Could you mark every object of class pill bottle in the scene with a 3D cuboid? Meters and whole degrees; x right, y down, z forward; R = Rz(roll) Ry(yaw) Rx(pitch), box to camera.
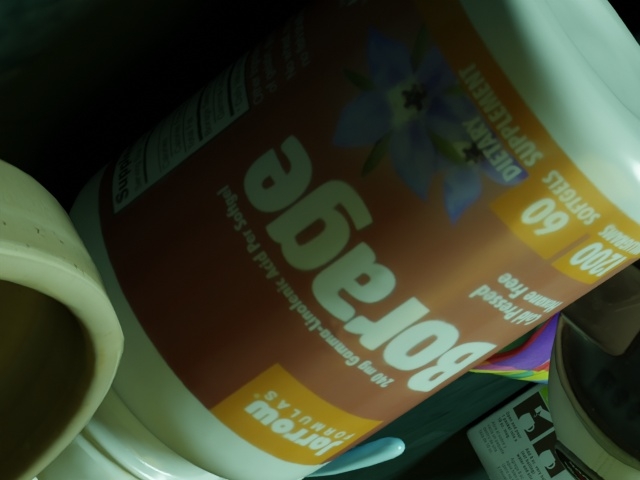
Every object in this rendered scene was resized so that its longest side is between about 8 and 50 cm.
[{"bbox_3d":[0.000,0.000,0.523,0.216,0.121,0.121,-37,158,22],"label":"pill bottle"}]

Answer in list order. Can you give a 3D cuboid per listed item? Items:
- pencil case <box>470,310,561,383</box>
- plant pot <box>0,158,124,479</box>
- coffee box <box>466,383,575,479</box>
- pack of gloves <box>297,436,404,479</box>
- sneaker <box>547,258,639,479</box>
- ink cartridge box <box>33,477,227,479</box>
[{"bbox_3d":[0.079,0.007,0.684,0.104,0.104,0.236,-34,160,17],"label":"pencil case"},{"bbox_3d":[-0.173,0.023,0.374,0.237,0.110,0.237,-24,161,-9],"label":"plant pot"},{"bbox_3d":[0.243,0.105,1.128,0.246,0.098,0.141,-38,158,28],"label":"coffee box"},{"bbox_3d":[-0.038,0.135,0.921,0.232,0.046,0.195,-41,157,32],"label":"pack of gloves"},{"bbox_3d":[0.192,-0.038,0.619,0.330,0.122,0.146,-44,168,-13],"label":"sneaker"},{"bbox_3d":[-0.121,0.129,0.781,0.208,0.045,0.206,-8,153,-24],"label":"ink cartridge box"}]
